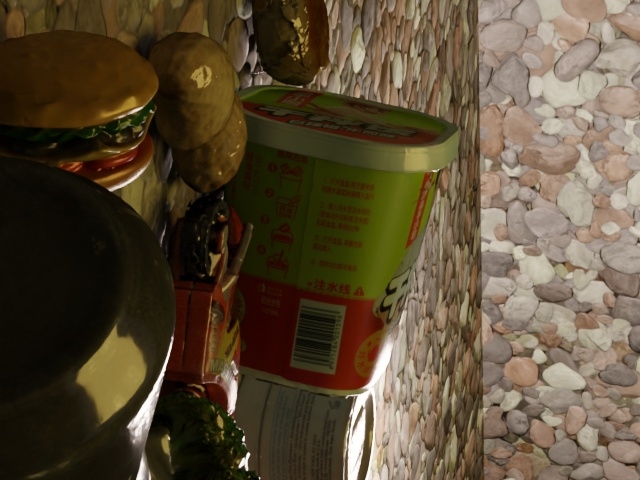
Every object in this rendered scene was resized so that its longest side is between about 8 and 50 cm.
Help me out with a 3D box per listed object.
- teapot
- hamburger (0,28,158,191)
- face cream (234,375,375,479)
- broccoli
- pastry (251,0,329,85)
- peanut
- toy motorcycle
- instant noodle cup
[{"bbox_3d":[-0.233,0.138,1.249,0.300,0.253,0.344,-38,149,-22],"label":"teapot"},{"bbox_3d":[-0.203,-0.099,1.373,0.162,0.162,0.115,-59,153,-58],"label":"hamburger"},{"bbox_3d":[-0.019,0.247,2.228,0.177,0.153,0.177,7,90,-77],"label":"face cream"},{"bbox_3d":[-0.170,0.250,1.561,0.269,0.269,0.254,51,42,-70],"label":"broccoli"},{"bbox_3d":[-0.034,-0.259,2.089,0.153,0.081,0.153,0,90,-68],"label":"pastry"},{"bbox_3d":[-0.126,-0.131,1.795,0.228,0.085,0.104,73,37,-60],"label":"peanut"},{"bbox_3d":[-0.132,0.101,1.857,0.171,0.089,0.298,24,72,-76],"label":"toy motorcycle"},{"bbox_3d":[0.000,0.000,2.033,0.294,0.294,0.308,-36,139,-71],"label":"instant noodle cup"}]
